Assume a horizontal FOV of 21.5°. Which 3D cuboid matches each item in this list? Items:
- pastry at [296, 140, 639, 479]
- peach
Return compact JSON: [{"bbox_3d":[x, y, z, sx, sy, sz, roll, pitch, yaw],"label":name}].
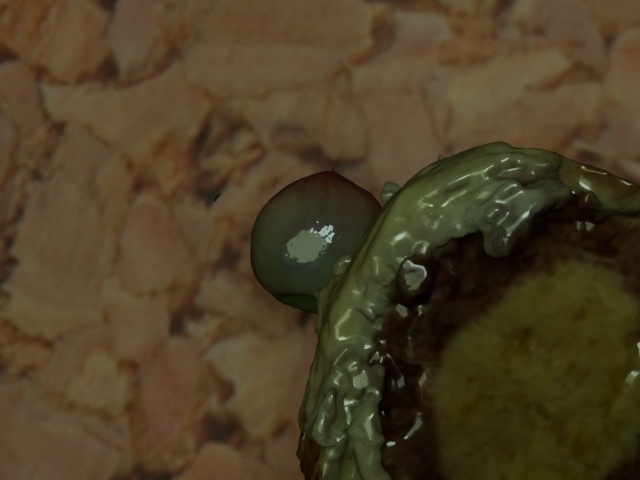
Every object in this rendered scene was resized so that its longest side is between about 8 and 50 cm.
[{"bbox_3d":[0.112,0.076,0.870,0.256,0.170,0.236,22,98,-17],"label":"pastry"},{"bbox_3d":[0.001,0.002,0.958,0.083,0.083,0.083,0,90,19],"label":"peach"}]
